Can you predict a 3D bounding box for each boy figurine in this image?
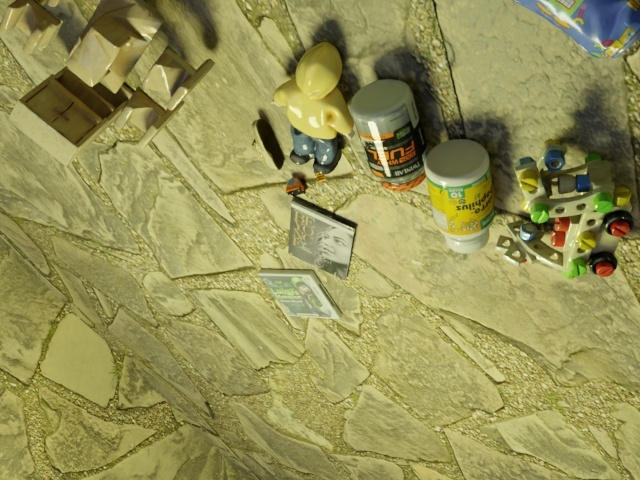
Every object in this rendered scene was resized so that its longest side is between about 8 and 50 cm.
[{"bbox_3d":[-0.015,-0.256,1.551,0.177,0.092,0.285,22,145,17],"label":"boy figurine"}]

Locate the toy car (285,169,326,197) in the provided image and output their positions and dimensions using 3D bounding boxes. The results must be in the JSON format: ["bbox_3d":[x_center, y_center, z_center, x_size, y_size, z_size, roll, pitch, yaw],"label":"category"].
[{"bbox_3d":[-0.028,-0.132,1.791,0.122,0.060,0.041,-20,77,33],"label":"toy car"}]

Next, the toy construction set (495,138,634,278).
[{"bbox_3d":[0.417,-0.031,1.416,0.214,0.151,0.328,3,151,2],"label":"toy construction set"}]

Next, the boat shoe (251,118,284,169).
[{"bbox_3d":[-0.123,-0.204,1.747,0.045,0.050,0.135,5,138,29],"label":"boat shoe"}]

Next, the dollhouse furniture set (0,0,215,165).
[{"bbox_3d":[-0.446,-0.377,1.687,0.362,0.256,0.394,40,131,-11],"label":"dollhouse furniture set"}]

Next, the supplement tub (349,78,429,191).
[{"bbox_3d":[0.132,-0.189,1.487,0.117,0.117,0.190,9,140,33],"label":"supplement tub"}]

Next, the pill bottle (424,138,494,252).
[{"bbox_3d":[0.264,-0.077,1.519,0.117,0.118,0.208,14,142,28],"label":"pill bottle"}]

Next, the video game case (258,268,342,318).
[{"bbox_3d":[-0.056,0.144,2.171,0.190,0.022,0.173,0,134,41],"label":"video game case"}]

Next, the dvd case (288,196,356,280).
[{"bbox_3d":[0.000,0.000,1.939,0.164,0.018,0.221,25,146,13],"label":"dvd case"}]

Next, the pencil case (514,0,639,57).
[{"bbox_3d":[0.309,-0.363,1.101,0.306,0.119,0.133,32,123,3],"label":"pencil case"}]
